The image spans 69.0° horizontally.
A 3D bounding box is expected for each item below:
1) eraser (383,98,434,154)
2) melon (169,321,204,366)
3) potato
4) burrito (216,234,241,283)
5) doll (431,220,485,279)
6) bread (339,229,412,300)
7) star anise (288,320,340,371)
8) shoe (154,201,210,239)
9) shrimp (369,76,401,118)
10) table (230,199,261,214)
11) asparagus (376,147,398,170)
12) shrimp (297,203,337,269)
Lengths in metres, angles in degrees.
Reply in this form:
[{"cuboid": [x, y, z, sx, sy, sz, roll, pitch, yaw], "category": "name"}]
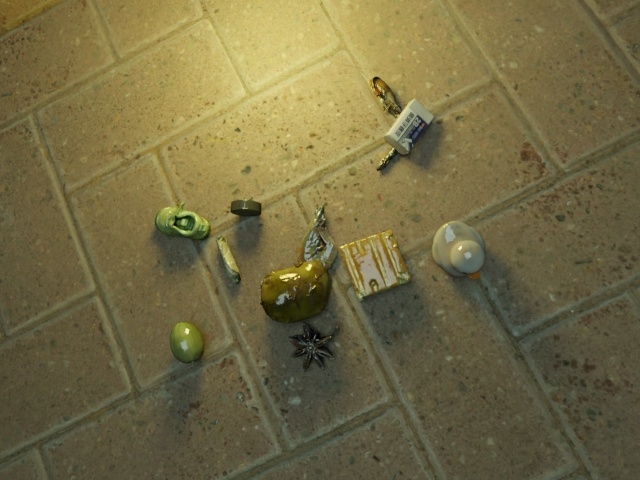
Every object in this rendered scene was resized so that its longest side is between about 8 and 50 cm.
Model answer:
[{"cuboid": [0.377, -0.486, 1.992, 0.125, 0.068, 0.210, 38, 79, -9], "category": "eraser"}, {"cuboid": [-0.561, 0.438, 1.963, 0.139, 0.139, 0.192, -24, 73, 4], "category": "melon"}, {"cuboid": [-0.101, 0.217, 1.891, 0.300, 0.196, 0.246, -26, 88, 8], "category": "potato"}, {"cuboid": [-0.405, 0.081, 2.041, 0.058, 0.063, 0.229, -14, 75, -23], "category": "burrito"}, {"cuboid": [0.554, 0.039, 1.832, 0.221, 0.221, 0.250, -21, 78, 4], "category": "doll"}, {"cuboid": [0.226, 0.103, 1.919, 0.240, 0.111, 0.245, -19, 79, 6], "category": "bread"}, {"cuboid": [-0.020, 0.427, 1.911, 0.232, 0.089, 0.208, -11, 91, 12], "category": "star anise"}, {"cuboid": [-0.618, -0.088, 2.081, 0.263, 0.128, 0.139, 17, 70, 8], "category": "shoe"}, {"cuboid": [0.288, -0.597, 2.044, 0.117, 0.066, 0.261, -20, 79, -35], "category": "shrimp"}, {"cuboid": [-0.324, -0.140, 2.029, 0.134, 0.133, 0.043, 0, 79, 8], "category": "table"}, {"cuboid": [0.301, -0.362, 2.028, 0.036, 0.030, 0.165, 43, 88, -16], "category": "asparagus"}, {"cuboid": [0.000, 0.000, 1.998, 0.165, 0.062, 0.316, 13, 87, 6], "category": "shrimp"}]
